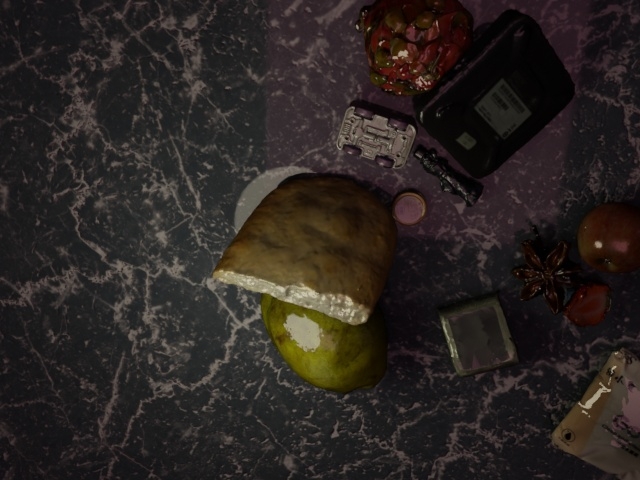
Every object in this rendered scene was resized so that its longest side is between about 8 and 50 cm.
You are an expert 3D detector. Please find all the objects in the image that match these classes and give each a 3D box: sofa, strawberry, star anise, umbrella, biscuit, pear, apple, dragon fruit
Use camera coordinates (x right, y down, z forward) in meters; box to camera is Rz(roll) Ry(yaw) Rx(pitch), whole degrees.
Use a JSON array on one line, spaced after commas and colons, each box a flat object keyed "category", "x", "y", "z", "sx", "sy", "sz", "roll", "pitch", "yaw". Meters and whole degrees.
[{"category": "sofa", "x": 0.481, "y": 0.289, "z": 1.706, "sx": 0.210, "sy": 0.176, "sz": 0.225, "roll": -20, "pitch": 75, "yaw": 14}, {"category": "strawberry", "x": 0.755, "y": 0.184, "z": 1.608, "sx": 0.187, "sy": 0.082, "sz": 0.146, "roll": -14, "pitch": 106, "yaw": -27}, {"category": "star anise", "x": 0.650, "y": 0.090, "z": 1.586, "sx": 0.190, "sy": 0.126, "sz": 0.220, "roll": 39, "pitch": 122, "yaw": 41}, {"category": "umbrella", "x": 0.352, "y": -0.181, "z": 1.588, "sx": 0.224, "sy": 0.080, "sz": 0.071, "roll": 38, "pitch": 143, "yaw": -1}, {"category": "biscuit", "x": 0.000, "y": -0.001, "z": 1.527, "sx": 0.430, "sy": 0.446, "sz": 0.104, "roll": 21, "pitch": 150, "yaw": 18}, {"category": "pear", "x": 0.022, "y": 0.254, "z": 1.629, "sx": 0.352, "sy": 0.352, "sz": 0.413, "roll": -40, "pitch": 102, "yaw": 17}, {"category": "apple", "x": 0.788, "y": -0.004, "z": 1.505, "sx": 0.188, "sy": 0.188, "sz": 0.173, "roll": 32, "pitch": 68, "yaw": -2}, {"category": "dragon fruit", "x": 0.249, "y": -0.509, "z": 1.394, "sx": 0.315, "sy": 0.263, "sz": 0.295, "roll": -15, "pitch": 104, "yaw": 13}]

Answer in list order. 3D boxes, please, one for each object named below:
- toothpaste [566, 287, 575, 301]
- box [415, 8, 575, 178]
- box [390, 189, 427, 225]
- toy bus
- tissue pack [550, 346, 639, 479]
[{"category": "toothpaste", "x": 0.745, "y": 0.181, "z": 1.665, "sx": 0.020, "sy": 0.017, "sz": 0.083, "roll": -9, "pitch": 105, "yaw": 10}, {"category": "box", "x": 0.446, "y": -0.350, "z": 1.417, "sx": 0.350, "sy": 0.091, "sz": 0.359, "roll": -46, "pitch": 132, "yaw": 15}, {"category": "box", "x": 0.258, "y": -0.094, "z": 1.640, "sx": 0.106, "sy": 0.037, "sz": 0.105, "roll": 3, "pitch": 108, "yaw": 8}, {"category": "toy bus", "x": 0.157, "y": -0.290, "z": 1.538, "sx": 0.203, "sy": 0.142, "sz": 0.141, "roll": 20, "pitch": 109, "yaw": 3}, {"category": "tissue pack", "x": 0.943, "y": 0.552, "z": 1.669, "sx": 0.376, "sy": 0.195, "sz": 0.389, "roll": 29, "pitch": 109, "yaw": 12}]
